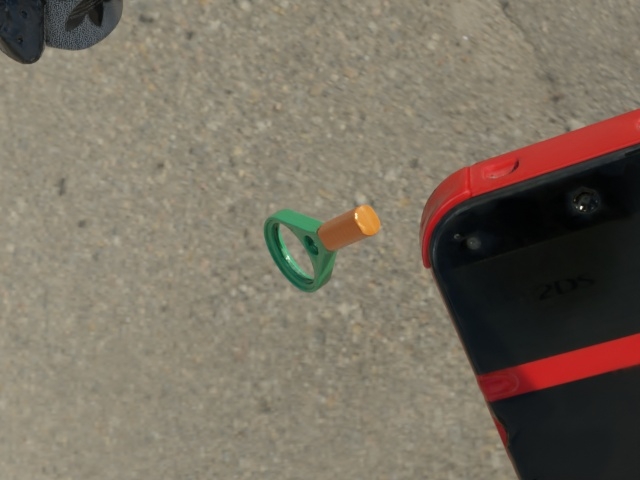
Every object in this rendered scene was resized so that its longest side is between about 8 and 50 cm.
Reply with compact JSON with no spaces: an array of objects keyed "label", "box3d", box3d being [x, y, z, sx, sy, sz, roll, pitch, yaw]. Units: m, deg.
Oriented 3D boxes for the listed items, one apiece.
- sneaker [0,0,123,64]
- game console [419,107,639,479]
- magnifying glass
[{"label":"sneaker","box3d":[-0.116,-0.151,0.516,0.101,0.153,0.268,-35,46,-19]},{"label":"game console","box3d":[0.302,0.053,0.891,0.386,0.060,0.342,-18,113,19]},{"label":"magnifying glass","box3d":[0.000,0.000,1.080,0.092,0.026,0.231,60,158,-3]}]
